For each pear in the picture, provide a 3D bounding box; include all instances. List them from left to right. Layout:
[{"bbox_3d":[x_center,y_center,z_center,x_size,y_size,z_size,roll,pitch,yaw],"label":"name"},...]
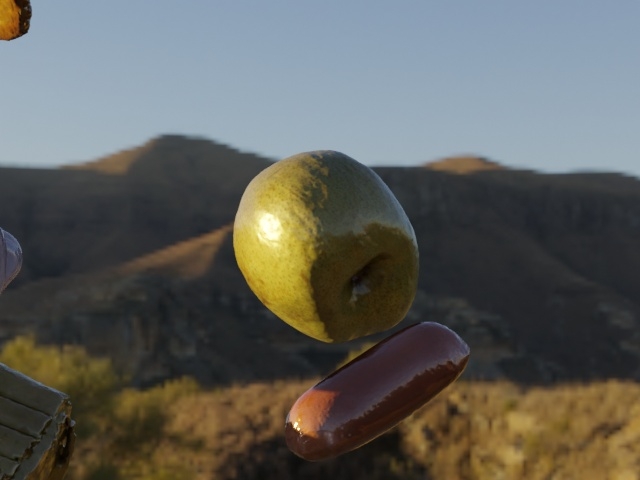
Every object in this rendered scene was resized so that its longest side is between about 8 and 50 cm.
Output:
[{"bbox_3d":[0.000,0.000,1.501,0.211,0.188,0.228,39,-11,44],"label":"pear"}]

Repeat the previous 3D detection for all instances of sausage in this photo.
[{"bbox_3d":[0.051,0.136,1.219,0.194,0.077,0.077,-29,7,-23],"label":"sausage"}]

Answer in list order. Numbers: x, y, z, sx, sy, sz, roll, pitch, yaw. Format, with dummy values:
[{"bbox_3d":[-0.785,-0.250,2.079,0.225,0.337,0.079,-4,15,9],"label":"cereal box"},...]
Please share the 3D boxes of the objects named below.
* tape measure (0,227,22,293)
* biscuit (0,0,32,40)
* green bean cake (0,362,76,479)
[{"bbox_3d":[-0.375,0.012,1.197,0.105,0.178,0.196,17,-36,45],"label":"tape measure"},{"bbox_3d":[-0.306,-0.260,1.173,0.025,0.206,0.126,-45,32,-23],"label":"biscuit"},{"bbox_3d":[-0.332,0.247,1.217,0.131,0.224,0.229,26,28,5],"label":"green bean cake"}]
